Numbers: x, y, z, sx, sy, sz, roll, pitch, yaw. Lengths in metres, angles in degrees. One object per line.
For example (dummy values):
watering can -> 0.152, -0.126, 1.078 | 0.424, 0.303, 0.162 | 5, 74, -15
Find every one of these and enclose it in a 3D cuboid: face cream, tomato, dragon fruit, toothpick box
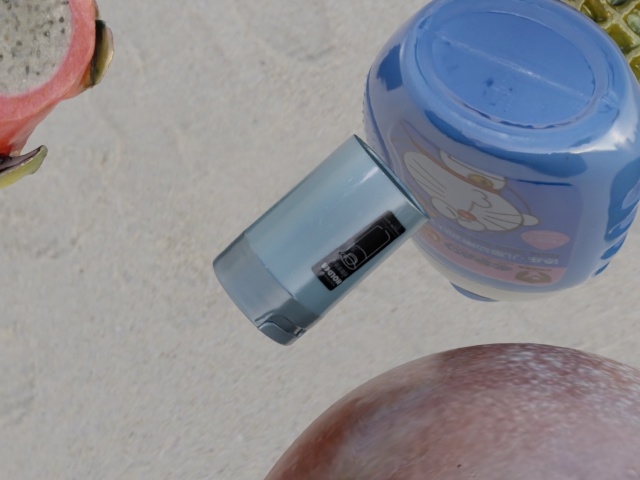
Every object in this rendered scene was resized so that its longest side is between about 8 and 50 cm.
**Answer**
face cream -> 0.094, -0.033, 0.643 | 0.149, 0.264, 0.083 | 27, 75, 15
tomato -> 0.072, 0.169, 0.488 | 0.227, 0.270, 0.270 | 41, 63, -41
dragon fruit -> -0.292, -0.169, 0.928 | 0.189, 0.290, 0.290 | 25, 63, 40
toothpick box -> 0.000, 0.000, 0.520 | 0.083, 0.052, 0.052 | -42, 86, 9

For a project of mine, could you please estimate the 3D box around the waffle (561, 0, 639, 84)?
waffle -> 0.253, -0.218, 1.022 | 0.223, 0.054, 0.204 | 0, 97, -18
